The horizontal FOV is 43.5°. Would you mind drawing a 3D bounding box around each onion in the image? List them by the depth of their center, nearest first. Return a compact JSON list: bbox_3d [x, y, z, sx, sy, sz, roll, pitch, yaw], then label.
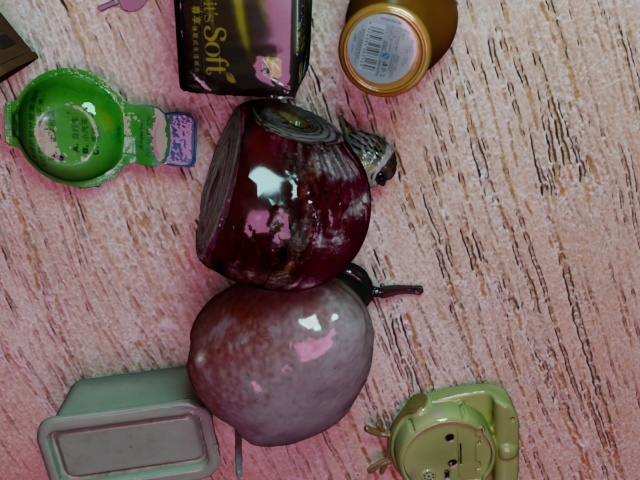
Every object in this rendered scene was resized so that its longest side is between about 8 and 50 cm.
[{"bbox_3d":[-0.048,-0.069,1.273,0.260,0.337,0.282,11,106,-15],"label":"onion"}]

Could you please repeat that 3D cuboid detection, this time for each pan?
[{"bbox_3d":[0.091,0.098,1.509,0.212,0.040,0.115,3,118,-5],"label":"pan"}]

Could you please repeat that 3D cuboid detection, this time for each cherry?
[{"bbox_3d":[-0.053,0.203,1.403,0.334,0.291,0.326,-23,130,15],"label":"cherry"}]

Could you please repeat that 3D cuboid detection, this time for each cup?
[{"bbox_3d":[0.099,-0.333,1.213,0.182,0.264,0.226,-33,105,24],"label":"cup"}]

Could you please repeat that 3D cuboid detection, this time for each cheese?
[{"bbox_3d":[-0.365,-0.180,1.336,0.320,0.083,0.204,5,111,-3],"label":"cheese"}]

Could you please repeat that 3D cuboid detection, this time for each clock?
[{"bbox_3d":[0.244,0.418,1.626,0.307,0.096,0.235,-6,114,0],"label":"clock"}]

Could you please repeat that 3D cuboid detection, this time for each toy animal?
[{"bbox_3d":[0.080,-0.155,1.376,0.098,0.098,0.137,-11,92,1],"label":"toy animal"}]

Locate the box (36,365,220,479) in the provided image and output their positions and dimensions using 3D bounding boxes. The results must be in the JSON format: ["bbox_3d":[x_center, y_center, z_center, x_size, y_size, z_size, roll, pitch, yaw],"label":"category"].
[{"bbox_3d":[-0.345,0.342,1.508,0.311,0.182,0.175,-7,114,0],"label":"box"}]

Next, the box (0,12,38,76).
[{"bbox_3d":[-0.650,-0.269,1.198,0.339,0.239,0.229,-31,110,9],"label":"box"}]

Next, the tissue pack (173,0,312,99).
[{"bbox_3d":[-0.113,-0.414,1.175,0.198,0.210,0.370,5,118,7],"label":"tissue pack"}]

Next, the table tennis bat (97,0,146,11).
[{"bbox_3d":[-0.318,-0.389,1.290,0.083,0.007,0.050,-23,113,4],"label":"table tennis bat"}]
